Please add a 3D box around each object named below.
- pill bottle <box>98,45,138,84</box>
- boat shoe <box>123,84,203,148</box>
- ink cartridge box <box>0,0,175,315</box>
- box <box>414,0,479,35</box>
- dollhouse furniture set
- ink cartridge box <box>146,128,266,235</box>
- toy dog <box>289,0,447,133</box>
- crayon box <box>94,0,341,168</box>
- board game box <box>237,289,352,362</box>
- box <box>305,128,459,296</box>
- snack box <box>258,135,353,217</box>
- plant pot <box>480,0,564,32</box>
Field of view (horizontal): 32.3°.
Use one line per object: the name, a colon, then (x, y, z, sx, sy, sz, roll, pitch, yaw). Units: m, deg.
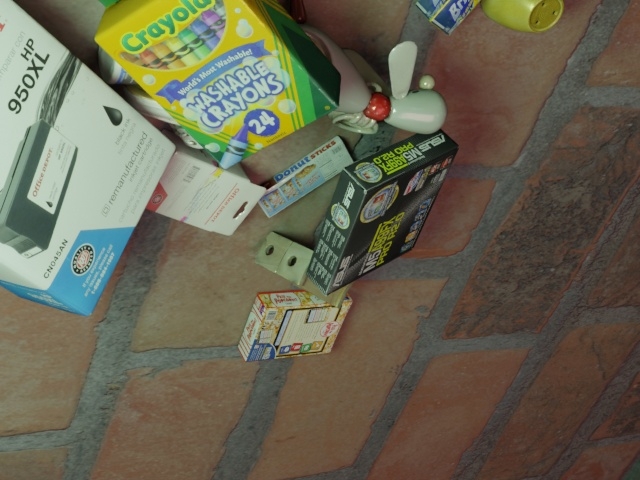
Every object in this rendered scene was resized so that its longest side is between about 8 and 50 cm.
pill bottle: (-0.240, -0.260, 1.575, 0.137, 0.078, 0.078, -4, 132, -30)
boat shoe: (-0.183, -0.181, 1.676, 0.277, 0.098, 0.096, 7, 125, -39)
ink cartridge box: (-0.413, -0.115, 1.449, 0.395, 0.166, 0.285, 43, 66, -49)
box: (0.231, -0.411, 1.742, 0.054, 0.059, 0.169, 25, 114, -43)
dollhouse furniture set: (0.000, 0.000, 1.980, 0.129, 0.129, 0.183, 33, 84, -47)
ink cartridge box: (-0.198, -0.089, 1.783, 0.198, 0.067, 0.115, 22, 117, -42)
toy dog: (0.041, -0.273, 1.690, 0.334, 0.220, 0.161, 13, 86, -47)
crayon box: (-0.148, -0.259, 1.469, 0.203, 0.083, 0.323, -26, 127, 27)
board game box: (-0.049, 0.163, 2.146, 0.194, 0.045, 0.146, -2, 131, -32)
box: (0.100, -0.047, 1.834, 0.216, 0.060, 0.270, -27, 152, -35)
snack box: (-0.030, -0.109, 1.905, 0.178, 0.022, 0.064, -33, 141, 0)
plant pot: (0.342, -0.392, 1.805, 0.134, 0.095, 0.134, -18, 138, -17)
